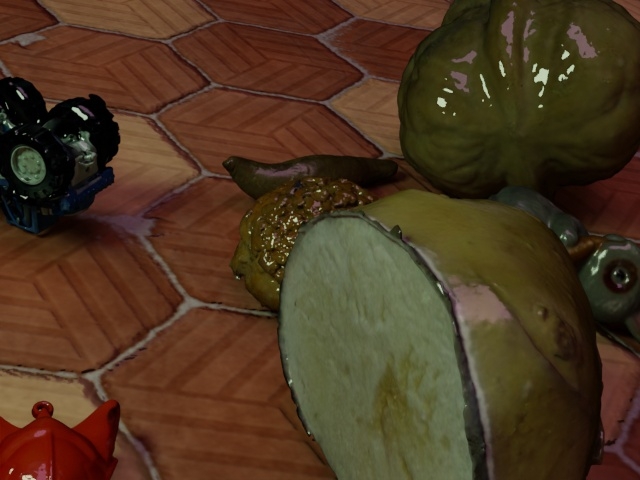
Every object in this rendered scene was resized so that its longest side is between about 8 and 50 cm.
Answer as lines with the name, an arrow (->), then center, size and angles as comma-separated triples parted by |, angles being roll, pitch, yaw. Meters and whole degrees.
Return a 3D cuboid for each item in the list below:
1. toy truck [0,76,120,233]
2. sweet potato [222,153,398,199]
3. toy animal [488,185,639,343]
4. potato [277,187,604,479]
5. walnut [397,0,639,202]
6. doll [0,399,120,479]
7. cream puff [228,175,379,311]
toy truck -> -0.301, -0.080, 1.020 | 0.208, 0.126, 0.113 | 17, 30, 17
sweet potato -> 0.005, -0.067, 1.185 | 0.250, 0.059, 0.069 | -8, 23, -39
toy animal -> 0.257, 0.023, 1.068 | 0.236, 0.108, 0.138 | 17, 29, 7
potato -> 0.113, 0.092, 0.763 | 0.196, 0.246, 0.299 | -6, 40, -23
walnut -> 0.234, -0.169, 1.245 | 0.282, 0.253, 0.277 | 17, 29, 7
doll -> -0.179, 0.163, 0.710 | 0.109, 0.057, 0.169 | 4, 30, -19
cream puff -> 0.000, 0.000, 1.002 | 0.150, 0.115, 0.165 | 15, 28, 10
